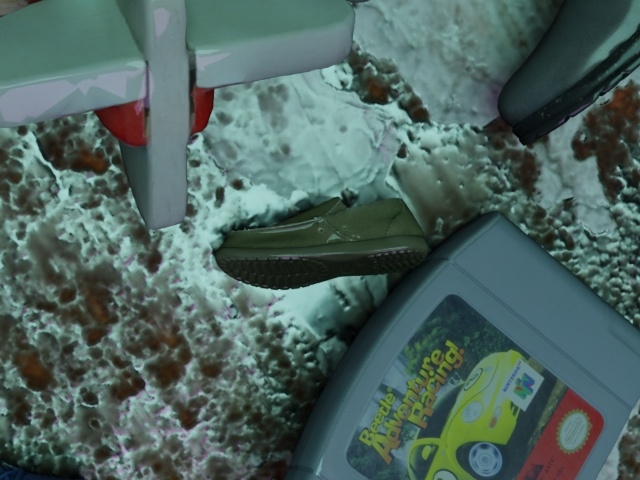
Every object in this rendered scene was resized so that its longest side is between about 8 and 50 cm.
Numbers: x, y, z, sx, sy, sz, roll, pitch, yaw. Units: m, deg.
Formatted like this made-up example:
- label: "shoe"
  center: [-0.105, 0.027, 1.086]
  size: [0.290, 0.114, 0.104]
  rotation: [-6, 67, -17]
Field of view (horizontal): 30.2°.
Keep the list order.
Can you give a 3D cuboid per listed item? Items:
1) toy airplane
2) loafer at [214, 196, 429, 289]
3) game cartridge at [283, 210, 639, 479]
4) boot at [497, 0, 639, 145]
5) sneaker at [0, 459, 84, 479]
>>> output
- label: "toy airplane"
  center: [-0.139, -0.170, 0.663]
  size: [0.386, 0.272, 0.384]
  rotation: [28, 60, 0]
- label: "loafer"
  center: [0.000, 0.000, 0.828]
  size: [0.148, 0.056, 0.050]
  rotation: [-3, 62, -3]
- label: "game cartridge"
  center: [0.097, 0.135, 0.822]
  size: [0.196, 0.060, 0.294]
  rotation: [37, 72, -10]
- label: "boot"
  center: [0.181, -0.249, 0.797]
  size: [0.223, 0.118, 0.338]
  rotation: [40, 96, 0]
- label: "sneaker"
  center: [-0.253, 0.167, 0.788]
  size: [0.211, 0.080, 0.081]
  rotation: [4, 101, -13]
